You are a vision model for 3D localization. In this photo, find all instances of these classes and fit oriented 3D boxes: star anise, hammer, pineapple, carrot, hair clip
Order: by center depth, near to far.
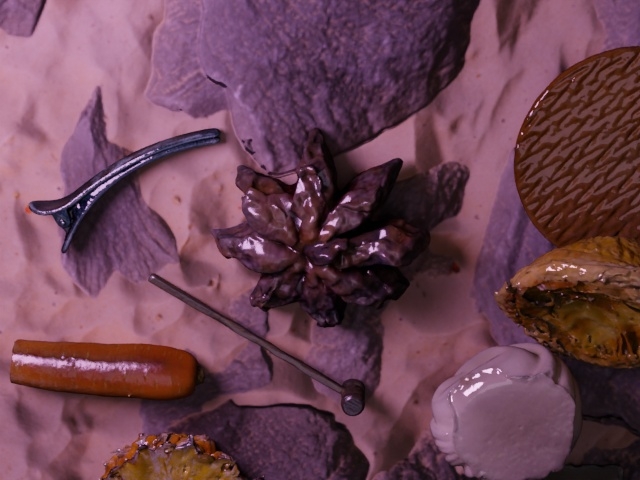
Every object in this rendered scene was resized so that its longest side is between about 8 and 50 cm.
[{"bbox_3d":[0.001,-0.001,1.812,0.236,0.109,0.223,-26,105,12],"label":"star anise"},{"bbox_3d":[-0.216,-0.072,1.818,0.229,0.039,0.070,-31,107,11],"label":"hair clip"},{"bbox_3d":[-0.074,0.117,1.892,0.292,0.058,0.029,31,104,-7],"label":"hammer"},{"bbox_3d":[-0.247,0.151,1.893,0.225,0.067,0.067,4,112,1],"label":"carrot"},{"bbox_3d":[-0.172,0.314,1.973,0.221,0.047,0.221,0,116,0],"label":"pineapple"}]

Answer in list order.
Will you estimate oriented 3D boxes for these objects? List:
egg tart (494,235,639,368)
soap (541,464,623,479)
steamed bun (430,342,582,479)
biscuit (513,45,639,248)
[{"bbox_3d":[0.322,0.064,1.812,0.252,0.098,0.232,18,151,-12],"label":"egg tart"},{"bbox_3d":[0.312,0.374,1.979,0.115,0.063,0.198,-1,111,2],"label":"soap"},{"bbox_3d":[0.218,0.199,1.889,0.183,0.106,0.182,0,116,-1],"label":"steamed bun"},{"bbox_3d":[0.344,-0.094,1.805,0.262,0.037,0.262,0,112,0],"label":"biscuit"}]
